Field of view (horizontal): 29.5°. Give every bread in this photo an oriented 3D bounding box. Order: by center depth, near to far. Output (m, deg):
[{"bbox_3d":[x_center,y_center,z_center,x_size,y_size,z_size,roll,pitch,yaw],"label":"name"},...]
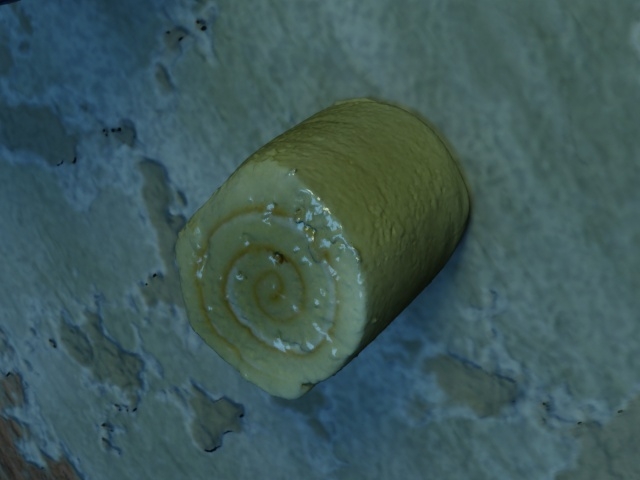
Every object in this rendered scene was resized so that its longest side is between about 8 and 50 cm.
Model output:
[{"bbox_3d":[0.000,0.000,0.734,0.134,0.141,0.148,38,128,11],"label":"bread"}]

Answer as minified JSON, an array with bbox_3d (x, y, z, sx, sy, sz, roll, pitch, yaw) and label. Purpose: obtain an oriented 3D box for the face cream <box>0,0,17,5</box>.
[{"bbox_3d":[-0.198,-0.260,0.681,0.249,0.225,0.249,17,122,30],"label":"face cream"}]
